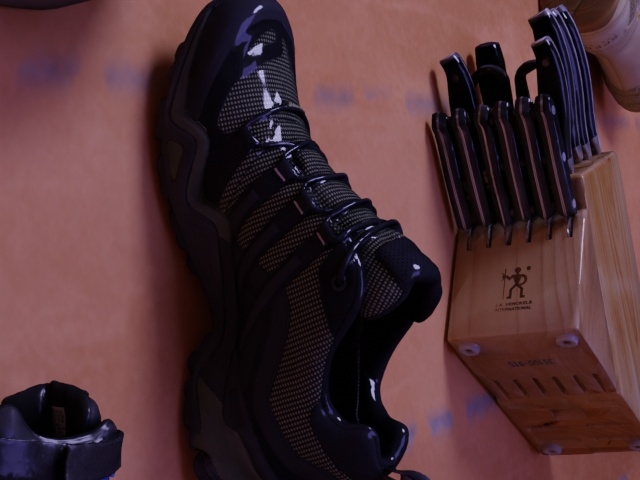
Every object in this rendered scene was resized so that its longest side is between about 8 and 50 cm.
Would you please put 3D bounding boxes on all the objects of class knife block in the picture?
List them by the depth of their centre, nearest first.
[{"bbox_3d":[0.162,-0.010,0.924,0.275,0.088,0.242,49,44,-47],"label":"knife block"}]

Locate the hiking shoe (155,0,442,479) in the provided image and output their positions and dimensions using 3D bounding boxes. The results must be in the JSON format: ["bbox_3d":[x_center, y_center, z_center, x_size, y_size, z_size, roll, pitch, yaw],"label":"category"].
[{"bbox_3d":[0.000,0.000,0.582,0.086,0.114,0.226,-2,86,-63],"label":"hiking shoe"}]

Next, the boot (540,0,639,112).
[{"bbox_3d":[0.276,-0.262,1.174,0.203,0.095,0.261,33,66,-55],"label":"boot"}]

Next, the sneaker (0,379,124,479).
[{"bbox_3d":[-0.079,0.094,0.470,0.152,0.058,0.084,22,73,-53],"label":"sneaker"}]

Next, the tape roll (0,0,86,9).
[{"bbox_3d":[-0.097,-0.197,0.486,0.219,0.072,0.219,23,64,-60],"label":"tape roll"}]
